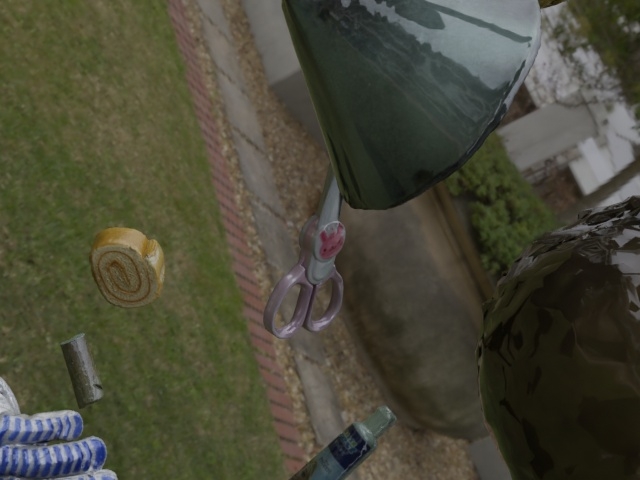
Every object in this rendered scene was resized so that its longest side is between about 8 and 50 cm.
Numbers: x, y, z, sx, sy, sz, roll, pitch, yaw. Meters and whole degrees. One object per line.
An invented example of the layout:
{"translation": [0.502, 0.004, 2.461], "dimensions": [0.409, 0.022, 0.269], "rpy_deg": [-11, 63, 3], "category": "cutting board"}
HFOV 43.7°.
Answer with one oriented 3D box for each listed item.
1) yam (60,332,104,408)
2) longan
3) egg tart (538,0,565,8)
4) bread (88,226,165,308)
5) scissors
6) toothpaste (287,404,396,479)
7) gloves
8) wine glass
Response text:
{"translation": [-0.436, 0.239, 1.464], "dimensions": [0.054, 0.054, 0.132], "rpy_deg": [-17, 91, -76], "category": "yam"}
{"translation": [0.337, 0.127, 0.795], "dimensions": [0.391, 0.391, 0.391], "rpy_deg": [57, 16, -25], "category": "longan"}
{"translation": [0.312, -0.385, 1.092], "dimensions": [0.290, 0.290, 0.115], "rpy_deg": [-69, 138, -71], "category": "egg tart"}
{"translation": [-0.338, 0.045, 1.416], "dimensions": [0.073, 0.122, 0.149], "rpy_deg": [-98, 179, -57], "category": "bread"}
{"translation": [0.000, 0.000, 0.917], "dimensions": [0.031, 0.242, 0.118], "rpy_deg": [29, 24, 37], "category": "scissors"}
{"translation": [-0.002, 0.256, 0.855], "dimensions": [0.037, 0.216, 0.062], "rpy_deg": [47, 1, -38], "category": "toothpaste"}
{"translation": [-0.272, 0.169, 0.673], "dimensions": [0.229, 0.119, 0.097], "rpy_deg": [29, 52, 10], "category": "gloves"}
{"translation": [-0.039, -0.239, 0.672], "dimensions": [0.406, 0.267, 0.267], "rpy_deg": [36, 25, -25], "category": "wine glass"}
